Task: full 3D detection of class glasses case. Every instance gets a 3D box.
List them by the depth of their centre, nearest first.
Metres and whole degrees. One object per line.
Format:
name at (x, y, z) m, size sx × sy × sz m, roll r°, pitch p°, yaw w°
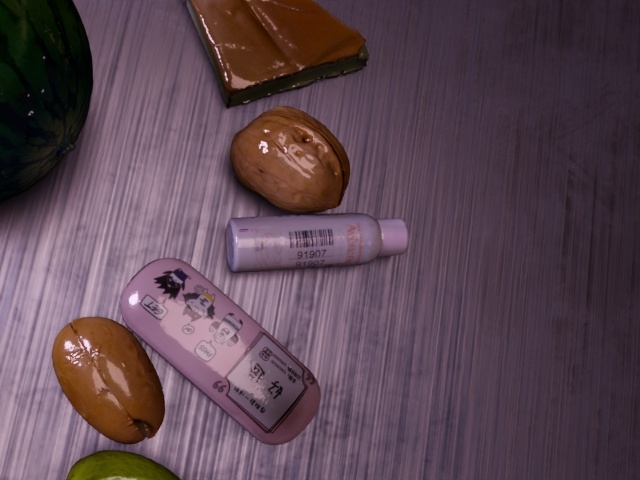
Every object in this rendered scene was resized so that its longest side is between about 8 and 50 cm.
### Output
glasses case at (-0.135, 0.151, 0.967) m, size 0.314 × 0.075 × 0.122 m, roll 43°, pitch 73°, yaw -5°

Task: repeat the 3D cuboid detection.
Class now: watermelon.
watermelon at (-0.439, -0.209, 0.812) m, size 0.363 × 0.363 × 0.363 m, roll 3°, pitch 79°, yaw -16°

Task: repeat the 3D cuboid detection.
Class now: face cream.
face cream at (0.000, 0.000, 1.031) m, size 0.269 × 0.082 × 0.082 m, roll -4°, pitch 81°, yaw -16°

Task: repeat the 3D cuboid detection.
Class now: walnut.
walnut at (-0.037, -0.114, 1.015) m, size 0.180 × 0.144 × 0.144 m, roll 38°, pitch 72°, yaw 2°

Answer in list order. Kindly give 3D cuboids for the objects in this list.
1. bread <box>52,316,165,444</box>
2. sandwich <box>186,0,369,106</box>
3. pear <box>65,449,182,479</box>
bread at (-0.275, 0.183, 0.924) m, size 0.114 × 0.077 × 0.189 m, roll -35°, pitch 88°, yaw -23°
sandwich at (-0.067, -0.340, 1.083) m, size 0.245 × 0.063 × 0.212 m, roll -21°, pitch 85°, yaw -20°
pear at (-0.245, 0.389, 0.852) m, size 0.292 × 0.159 × 0.292 m, roll 4°, pitch 76°, yaw -18°
